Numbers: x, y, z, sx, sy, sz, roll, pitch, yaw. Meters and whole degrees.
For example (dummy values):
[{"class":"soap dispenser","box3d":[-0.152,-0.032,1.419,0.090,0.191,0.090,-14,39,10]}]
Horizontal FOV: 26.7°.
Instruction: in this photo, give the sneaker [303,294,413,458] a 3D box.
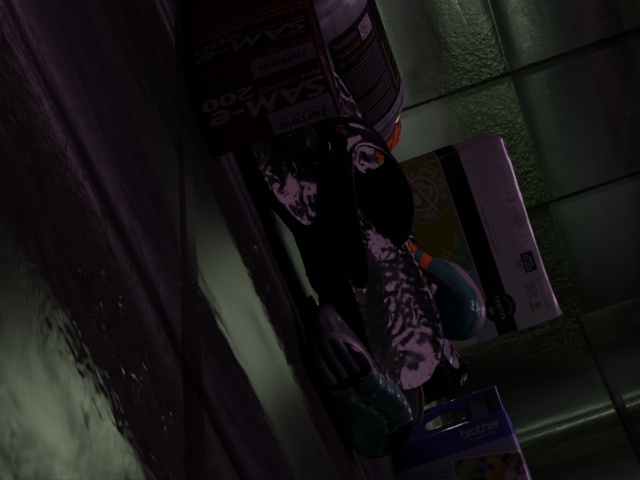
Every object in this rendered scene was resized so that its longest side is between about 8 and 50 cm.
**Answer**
[{"class":"sneaker","box3d":[0.041,0.152,1.504,0.224,0.083,0.098,65,3,-45]}]

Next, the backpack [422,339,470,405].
[{"class":"backpack","box3d":[0.123,0.166,2.049,0.182,0.152,0.115,55,7,-26]}]

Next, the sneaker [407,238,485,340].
[{"class":"sneaker","box3d":[0.103,0.046,1.940,0.121,0.108,0.302,3,29,-49]}]

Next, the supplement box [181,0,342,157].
[{"class":"supplement box","box3d":[-0.064,-0.193,1.339,0.239,0.130,0.073,-103,173,-52]}]

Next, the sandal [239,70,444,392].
[{"class":"sandal","box3d":[0.050,-0.029,1.496,0.167,0.107,0.446,-47,120,-37]}]

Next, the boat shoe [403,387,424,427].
[{"class":"boat shoe","box3d":[0.091,0.167,1.936,0.069,0.081,0.228,-87,155,-65]}]

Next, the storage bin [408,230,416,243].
[{"class":"storage bin","box3d":[0.094,0.028,2.172,0.135,0.098,0.091,12,60,-33]}]

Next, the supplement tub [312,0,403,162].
[{"class":"supplement tub","box3d":[0.003,-0.248,1.869,0.316,0.193,0.194,65,8,-47]}]

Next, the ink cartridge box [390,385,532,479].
[{"class":"ink cartridge box","box3d":[0.217,0.374,1.941,0.065,0.185,0.311,56,16,-64]}]

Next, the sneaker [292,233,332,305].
[{"class":"sneaker","box3d":[0.000,0.000,1.666,0.095,0.090,0.235,108,-34,-52]}]

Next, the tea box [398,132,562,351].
[{"class":"tea box","box3d":[0.210,0.016,2.362,0.220,0.323,0.329,-68,139,-83]}]

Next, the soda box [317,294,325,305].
[{"class":"soda box","box3d":[0.034,0.065,1.776,0.210,0.067,0.071,-100,170,-59]}]
